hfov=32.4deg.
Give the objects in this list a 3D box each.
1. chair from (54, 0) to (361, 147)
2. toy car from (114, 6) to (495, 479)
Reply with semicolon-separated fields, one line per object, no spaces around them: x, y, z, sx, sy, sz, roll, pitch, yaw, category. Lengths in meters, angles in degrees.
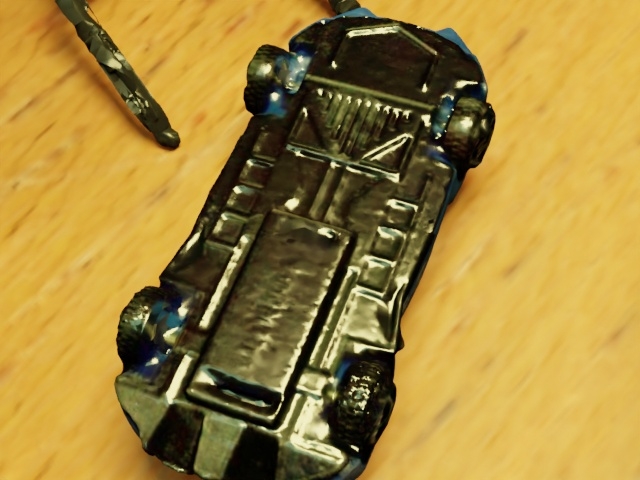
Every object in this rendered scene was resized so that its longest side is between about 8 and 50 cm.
-0.093;-0.167;0.483;0.174;0.149;0.213;-39;63;-11;chair
0.000;0.000;0.433;0.103;0.063;0.216;17;62;13;toy car
